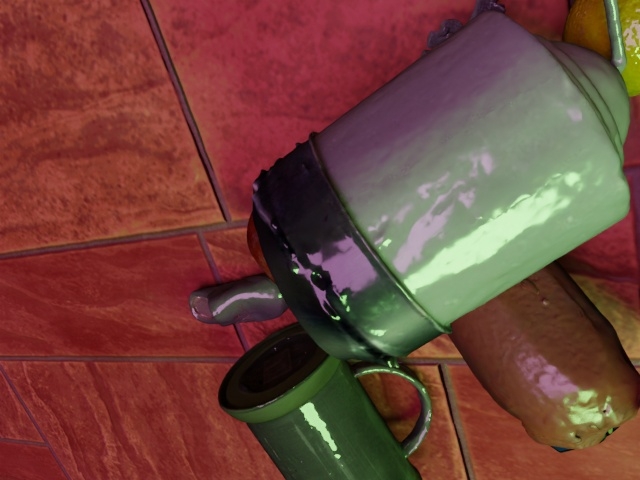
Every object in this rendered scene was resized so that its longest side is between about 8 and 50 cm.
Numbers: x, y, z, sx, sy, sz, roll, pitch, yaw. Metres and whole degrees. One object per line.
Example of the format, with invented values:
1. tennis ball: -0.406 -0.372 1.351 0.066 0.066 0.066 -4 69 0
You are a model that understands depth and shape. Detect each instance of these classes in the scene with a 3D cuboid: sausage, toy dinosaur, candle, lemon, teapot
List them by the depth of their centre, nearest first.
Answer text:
1. candle: 0.122 -0.053 0.475 0.343 0.221 0.221 -33 100 13
2. lemon: 0.272 -0.185 0.479 0.109 0.109 0.133 25 98 11
3. toy dinosaur: 0.151 -0.206 0.547 0.082 0.039 0.209 5 148 -9
4. sausage: 0.219 0.091 0.593 0.152 0.152 0.279 -51 61 36
5. teapot: 0.042 0.292 0.820 0.270 0.200 0.337 -30 106 0

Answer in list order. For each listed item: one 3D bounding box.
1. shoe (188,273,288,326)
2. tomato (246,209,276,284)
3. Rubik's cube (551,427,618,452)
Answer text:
1. shoe: -0.142 0.108 0.856 0.195 0.078 0.079 -8 112 32
2. tomato: 0.000 0.000 0.688 0.187 0.151 0.187 8 119 15
3. Rubik's cube: 0.303 0.194 0.674 0.133 0.112 0.133 12 121 21
